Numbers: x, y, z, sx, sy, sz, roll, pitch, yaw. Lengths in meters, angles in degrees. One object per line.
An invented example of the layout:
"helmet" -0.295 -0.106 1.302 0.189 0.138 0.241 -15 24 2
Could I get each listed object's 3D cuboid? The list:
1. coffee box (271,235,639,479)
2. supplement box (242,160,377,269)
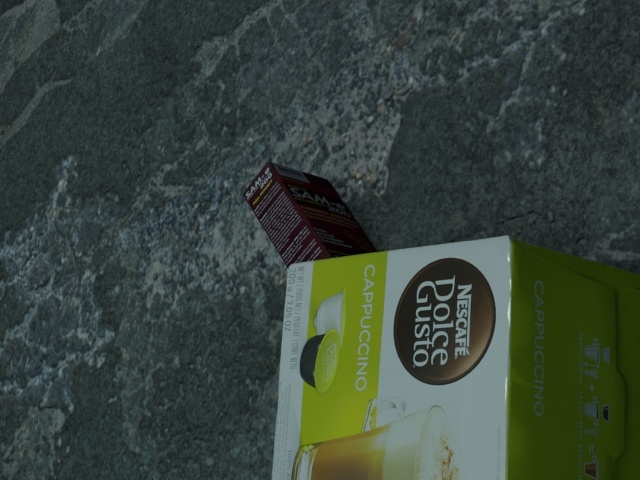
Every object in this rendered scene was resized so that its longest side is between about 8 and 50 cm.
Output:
"coffee box" 0.183 0.199 1.632 0.334 0.338 0.337 -8 74 44
"supplement box" 0.000 0.000 2.024 0.073 0.130 0.239 -52 49 22
